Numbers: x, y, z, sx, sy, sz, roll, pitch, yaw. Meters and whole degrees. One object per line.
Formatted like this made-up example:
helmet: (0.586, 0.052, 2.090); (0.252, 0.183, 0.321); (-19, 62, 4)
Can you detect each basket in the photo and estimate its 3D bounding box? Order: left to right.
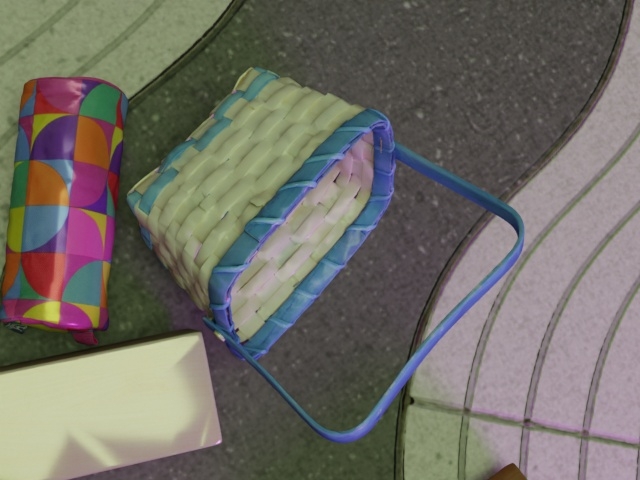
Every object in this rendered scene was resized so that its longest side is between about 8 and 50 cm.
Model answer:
basket: (0.000, 0.000, 0.971); (0.289, 0.201, 0.255); (38, 73, 25)

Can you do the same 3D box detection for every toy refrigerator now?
toy refrigerator: (-0.232, 0.153, 0.963); (0.269, 0.094, 0.102); (-11, 90, -15)

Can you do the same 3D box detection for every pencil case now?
pencil case: (-0.229, -0.028, 0.987); (0.104, 0.104, 0.236); (6, 83, -14)

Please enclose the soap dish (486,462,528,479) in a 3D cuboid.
soap dish: (0.183, 0.390, 1.015); (0.229, 0.118, 0.291); (-32, 87, -17)
